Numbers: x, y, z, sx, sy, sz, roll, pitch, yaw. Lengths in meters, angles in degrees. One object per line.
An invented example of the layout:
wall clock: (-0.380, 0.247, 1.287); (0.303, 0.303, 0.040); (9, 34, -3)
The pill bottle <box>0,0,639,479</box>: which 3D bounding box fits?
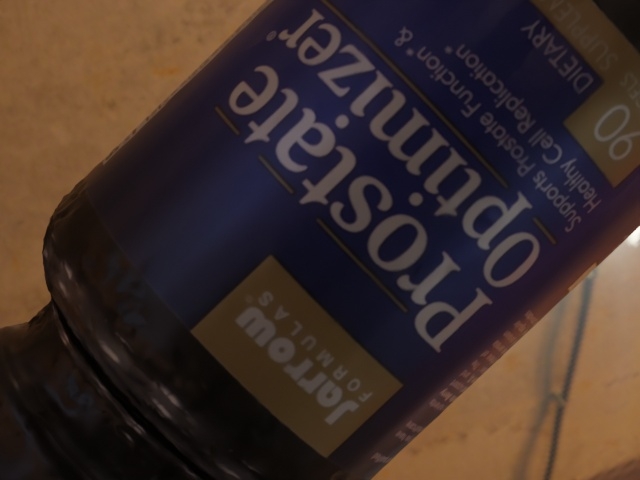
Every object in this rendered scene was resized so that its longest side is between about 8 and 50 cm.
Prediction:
pill bottle: (0.000, 0.000, 0.373); (0.219, 0.123, 0.123); (-44, -41, 3)
